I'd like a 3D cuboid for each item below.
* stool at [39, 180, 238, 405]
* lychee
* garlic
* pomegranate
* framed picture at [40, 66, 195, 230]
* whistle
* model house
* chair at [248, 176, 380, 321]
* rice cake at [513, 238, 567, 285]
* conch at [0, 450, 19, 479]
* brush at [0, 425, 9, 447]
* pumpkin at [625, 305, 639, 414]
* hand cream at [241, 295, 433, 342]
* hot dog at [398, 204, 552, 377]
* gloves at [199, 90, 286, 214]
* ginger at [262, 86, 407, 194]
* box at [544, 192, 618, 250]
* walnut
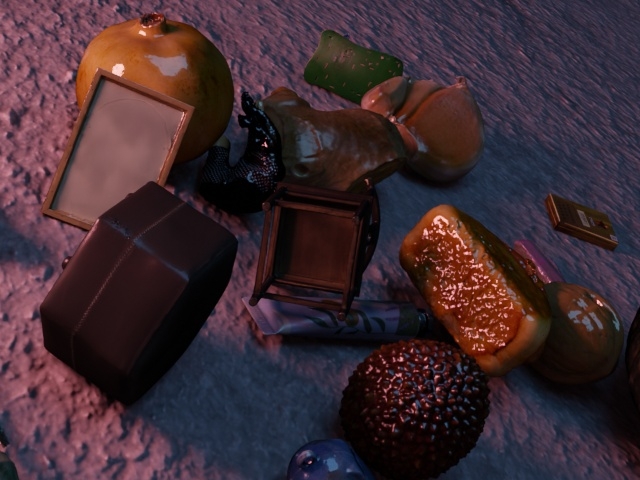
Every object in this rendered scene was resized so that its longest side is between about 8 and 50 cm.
[{"bbox_3d":[-0.203,0.059,1.301,0.141,0.232,0.232,33,33,7],"label":"stool"},{"bbox_3d":[0.118,0.200,1.409,0.188,0.188,0.188,21,34,-15],"label":"lychee"},{"bbox_3d":[0.190,-0.199,2.060,0.228,0.110,0.217,-31,78,-39],"label":"garlic"},{"bbox_3d":[-0.230,-0.204,1.632,0.233,0.233,0.233,21,34,-15],"label":"pomegranate"},{"bbox_3d":[-0.262,-0.106,1.510,0.136,0.200,0.010,22,0,-15],"label":"framed picture"},{"bbox_3d":[0.011,0.276,1.323,0.158,0.090,0.090,55,8,-48],"label":"whistle"},{"bbox_3d":[0.059,-0.324,2.112,0.167,0.117,0.088,19,31,-12],"label":"model house"},{"bbox_3d":[0.000,0.000,1.565,0.141,0.154,0.260,10,12,6],"label":"chair"},{"bbox_3d":[0.380,0.073,1.909,0.047,0.036,0.206,14,35,-41],"label":"rice cake"},{"bbox_3d":[-0.349,0.213,1.068,0.188,0.122,0.176,49,13,20],"label":"conch"},{"bbox_3d":[-0.374,0.124,1.219,0.011,0.083,0.205,-27,47,-15],"label":"brush"},{"bbox_3d":[0.666,0.196,1.696,0.454,0.344,0.454,10,49,-11],"label":"pumpkin"},{"bbox_3d":[0.031,0.107,1.573,0.271,0.058,0.091,5,29,-28],"label":"hand cream"},{"bbox_3d":[0.233,0.075,1.666,0.153,0.150,0.256,18,32,-57],"label":"hot dog"},{"bbox_3d":[-0.099,-0.129,1.694,0.106,0.129,0.180,30,55,-13],"label":"gloves"},{"bbox_3d":[0.007,-0.154,1.819,0.221,0.130,0.276,42,37,7],"label":"ginger"},{"bbox_3d":[0.481,-0.035,2.145,0.133,0.023,0.090,18,36,-19],"label":"box"},{"bbox_3d":[0.370,0.140,1.725,0.166,0.149,0.166,49,4,-5],"label":"walnut"}]
